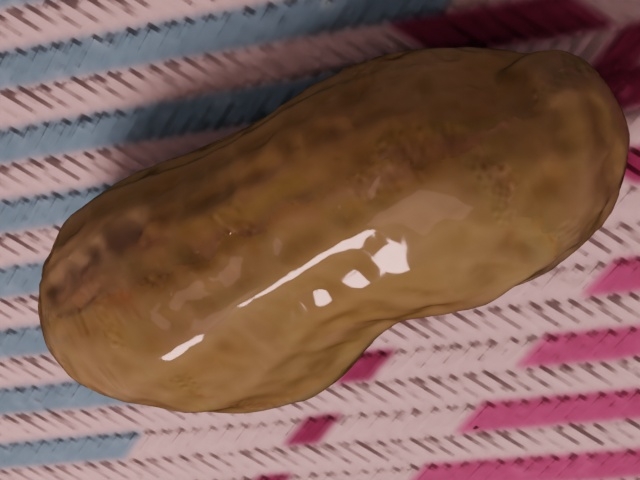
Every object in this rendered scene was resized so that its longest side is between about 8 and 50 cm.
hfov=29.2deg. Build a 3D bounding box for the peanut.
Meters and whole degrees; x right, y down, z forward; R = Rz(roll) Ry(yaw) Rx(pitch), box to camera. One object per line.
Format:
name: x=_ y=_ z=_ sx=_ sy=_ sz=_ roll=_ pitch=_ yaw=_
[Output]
peanut: x=0.000 y=0.000 z=0.411 sx=0.214 sy=0.090 sz=0.098 roll=-25 pitch=100 yaw=25
